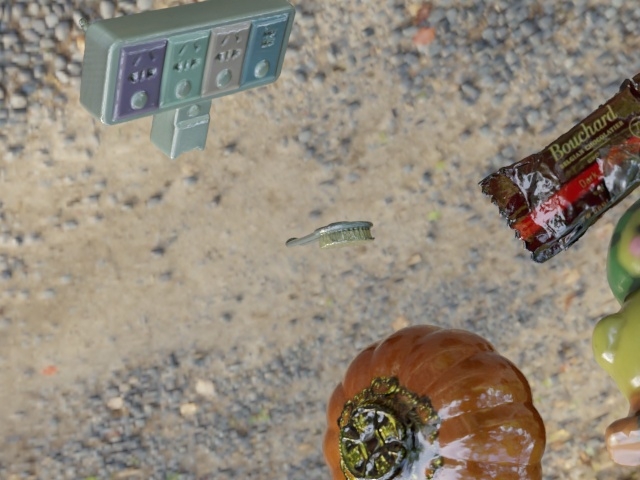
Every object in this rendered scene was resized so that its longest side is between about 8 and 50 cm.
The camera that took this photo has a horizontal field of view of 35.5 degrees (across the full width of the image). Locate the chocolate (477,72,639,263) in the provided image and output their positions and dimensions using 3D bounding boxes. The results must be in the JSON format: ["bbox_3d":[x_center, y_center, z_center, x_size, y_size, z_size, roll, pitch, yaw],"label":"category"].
[{"bbox_3d":[0.215,-0.061,0.771,0.182,0.086,0.028,-33,172,-7],"label":"chocolate"}]

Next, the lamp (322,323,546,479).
[{"bbox_3d":[0.104,0.190,0.946,0.223,0.223,0.197,-42,150,28],"label":"lamp"}]

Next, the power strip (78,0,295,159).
[{"bbox_3d":[-0.127,-0.150,0.927,0.216,0.061,0.145,-22,139,-41],"label":"power strip"}]

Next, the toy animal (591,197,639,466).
[{"bbox_3d":[0.433,0.099,1.171,0.216,0.338,0.191,-6,151,25],"label":"toy animal"}]

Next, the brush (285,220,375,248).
[{"bbox_3d":[0.000,0.000,1.128,0.062,0.027,0.266,-6,178,-14],"label":"brush"}]
